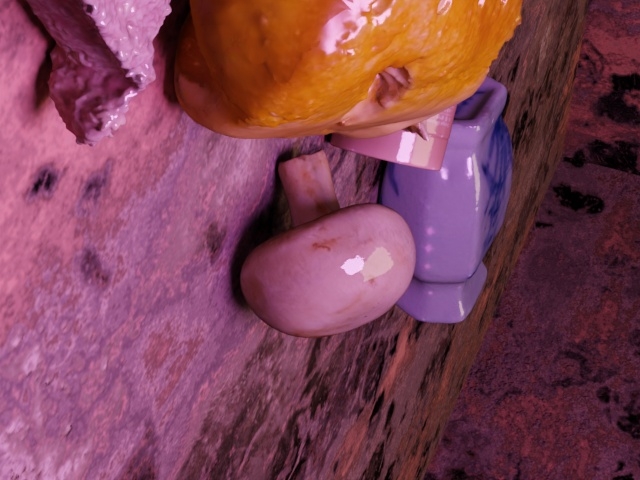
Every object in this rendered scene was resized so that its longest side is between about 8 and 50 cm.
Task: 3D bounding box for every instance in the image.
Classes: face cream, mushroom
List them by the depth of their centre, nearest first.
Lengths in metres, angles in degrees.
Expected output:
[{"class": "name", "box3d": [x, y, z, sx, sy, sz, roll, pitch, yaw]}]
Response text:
[{"class": "mushroom", "box3d": [0.000, 0.000, 1.134, 0.207, 0.207, 0.215, 16, 56, -72]}, {"class": "face cream", "box3d": [0.094, -0.156, 1.262, 0.149, 0.149, 0.104, -9, 114, -70]}]

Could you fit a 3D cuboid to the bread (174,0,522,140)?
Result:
[{"class": "bread", "box3d": [0.038, -0.243, 0.864, 0.394, 0.250, 0.361, -24, 128, -65]}]

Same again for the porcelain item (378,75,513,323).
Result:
[{"class": "porcelain item", "box3d": [0.201, -0.067, 1.609, 0.242, 0.178, 0.405, -54, 151, -43]}]

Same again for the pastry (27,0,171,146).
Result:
[{"class": "pastry", "box3d": [-0.152, -0.181, 0.605, 0.112, 0.103, 0.265, -45, 158, -22]}]
